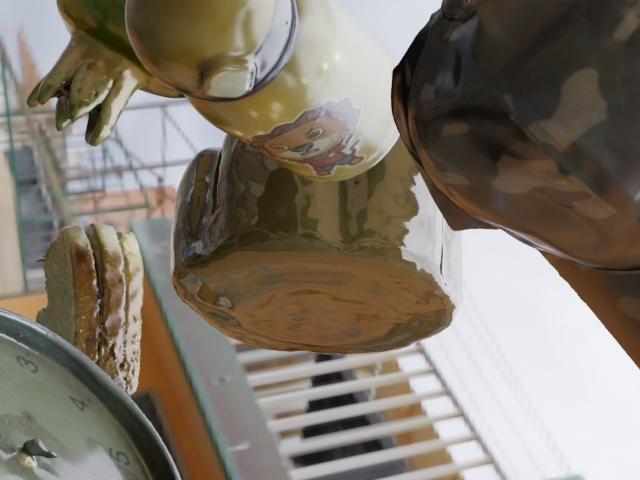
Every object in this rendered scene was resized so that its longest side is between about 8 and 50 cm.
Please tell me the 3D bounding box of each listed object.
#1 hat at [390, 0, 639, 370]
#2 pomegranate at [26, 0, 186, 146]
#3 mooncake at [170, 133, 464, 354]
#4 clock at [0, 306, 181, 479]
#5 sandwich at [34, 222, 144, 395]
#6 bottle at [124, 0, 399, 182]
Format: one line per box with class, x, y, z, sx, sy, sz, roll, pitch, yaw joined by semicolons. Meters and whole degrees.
hat;0.245;-0.021;0.860;0.366;0.257;0.382;-48;-125;38
pomegranate;-0.168;-0.255;1.339;0.359;0.216;0.310;-62;175;-14
mooncake;0.000;0.000;1.839;0.467;0.467;0.262;124;-28;-58
clock;-0.210;0.153;0.818;0.055;0.280;0.281;-46;-135;16
sandwich;-0.319;0.135;1.492;0.288;0.099;0.254;-46;-137;43
bottle;-0.054;-0.172;1.107;0.171;0.351;0.172;-5;-101;24
